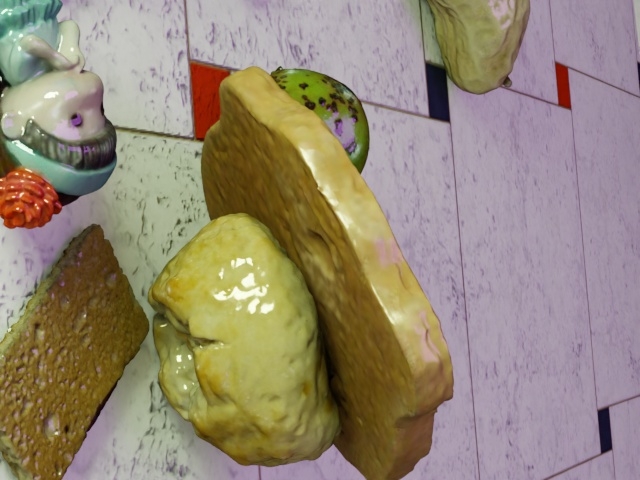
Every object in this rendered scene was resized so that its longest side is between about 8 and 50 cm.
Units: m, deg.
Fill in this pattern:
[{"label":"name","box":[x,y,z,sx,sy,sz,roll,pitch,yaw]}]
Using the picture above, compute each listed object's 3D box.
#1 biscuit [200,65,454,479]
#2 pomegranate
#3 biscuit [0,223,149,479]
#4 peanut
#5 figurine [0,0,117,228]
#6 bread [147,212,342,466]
[{"label":"biscuit","box":[0.001,0.032,1.319,0.385,0.062,0.365,59,-20,21]},{"label":"pomegranate","box":[-0.022,-0.085,1.500,0.159,0.159,0.205,-18,99,-63]},{"label":"biscuit","box":[-0.219,0.100,1.210,0.131,0.025,0.231,68,31,-29]},{"label":"peanut","box":[0.221,-0.356,2.058,0.159,0.143,0.291,-47,130,-27]},{"label":"figurine","box":[-0.242,-0.138,1.131,0.138,0.110,0.246,-31,109,-51]},{"label":"bread","box":[-0.077,0.103,1.308,0.134,0.244,0.245,-19,106,-18]}]
